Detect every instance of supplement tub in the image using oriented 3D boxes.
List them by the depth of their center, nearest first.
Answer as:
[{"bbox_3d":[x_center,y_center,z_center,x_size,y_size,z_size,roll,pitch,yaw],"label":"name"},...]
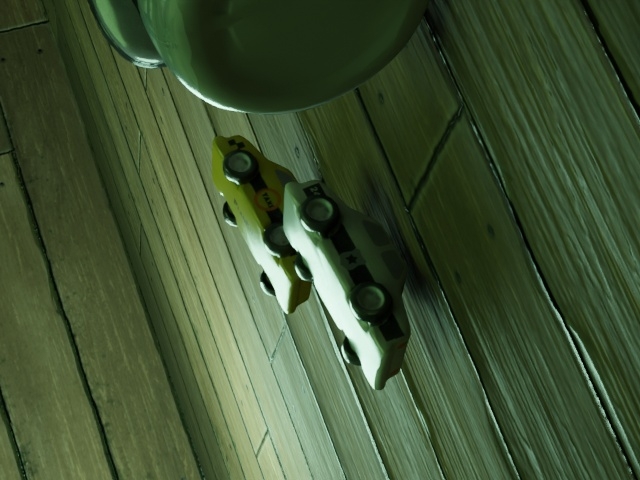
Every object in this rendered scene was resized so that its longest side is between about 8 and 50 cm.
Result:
[{"bbox_3d":[-0.070,-0.266,0.909,0.207,0.207,0.338,90,157,-47],"label":"supplement tub"}]

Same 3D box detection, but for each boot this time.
[{"bbox_3d":[-0.238,-0.391,1.567,0.222,0.118,0.338,-4,107,69],"label":"boot"}]

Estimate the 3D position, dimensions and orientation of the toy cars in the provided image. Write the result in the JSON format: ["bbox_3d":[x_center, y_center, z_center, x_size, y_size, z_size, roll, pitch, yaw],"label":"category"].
[{"bbox_3d":[0.000,0.000,1.189,0.393,0.087,0.177,35,144,62],"label":"toy cars"}]
